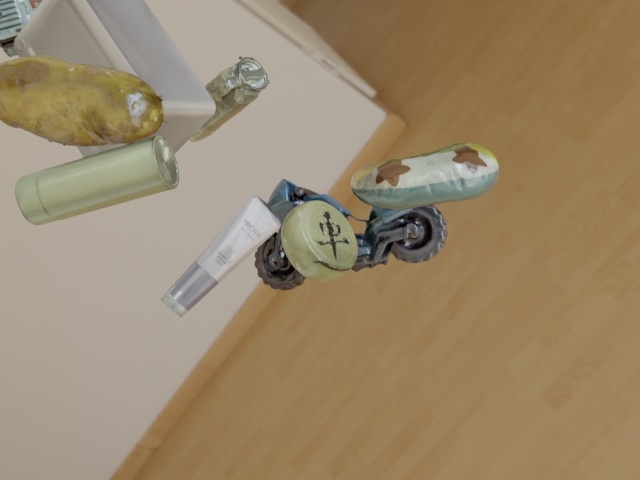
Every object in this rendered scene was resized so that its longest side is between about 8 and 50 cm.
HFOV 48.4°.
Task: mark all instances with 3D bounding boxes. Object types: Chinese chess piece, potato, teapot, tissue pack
[{"bbox_3d":[0.000,0.000,0.712,0.034,0.084,0.084,-33,40,38],"label":"Chinese chess piece"},{"bbox_3d":[-0.124,-0.070,0.367,0.046,0.092,0.045,97,180,-74],"label":"potato"},{"bbox_3d":[-0.191,-0.255,1.301,0.200,0.077,0.107,-28,3,40],"label":"teapot"},{"bbox_3d":[-0.301,-0.239,1.036,0.159,0.136,0.246,-38,80,27],"label":"tissue pack"}]

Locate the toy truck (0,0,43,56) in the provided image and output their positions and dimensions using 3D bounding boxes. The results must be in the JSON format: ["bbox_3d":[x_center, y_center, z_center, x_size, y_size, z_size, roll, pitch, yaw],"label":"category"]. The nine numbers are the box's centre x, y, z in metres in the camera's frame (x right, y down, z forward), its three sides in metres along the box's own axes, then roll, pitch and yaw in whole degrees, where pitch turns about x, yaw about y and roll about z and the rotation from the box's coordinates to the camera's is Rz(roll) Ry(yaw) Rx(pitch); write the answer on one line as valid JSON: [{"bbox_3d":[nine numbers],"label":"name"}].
[{"bbox_3d":[-0.546,-0.431,1.267,0.133,0.184,0.338,-16,17,0],"label":"toy truck"}]

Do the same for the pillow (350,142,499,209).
[{"bbox_3d":[0.164,-0.102,1.126,0.233,0.086,0.214,-11,11,1],"label":"pillow"}]

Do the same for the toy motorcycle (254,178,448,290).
[{"bbox_3d":[0.042,-0.038,1.451,0.416,0.172,0.232,-12,83,21],"label":"toy motorcycle"}]

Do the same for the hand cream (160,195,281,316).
[{"bbox_3d":[-0.180,0.030,1.281,0.255,0.079,0.048,-45,26,-3],"label":"hand cream"}]

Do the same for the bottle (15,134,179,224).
[{"bbox_3d":[-0.289,-0.076,0.925,0.201,0.072,0.072,-14,46,12],"label":"bottle"}]
